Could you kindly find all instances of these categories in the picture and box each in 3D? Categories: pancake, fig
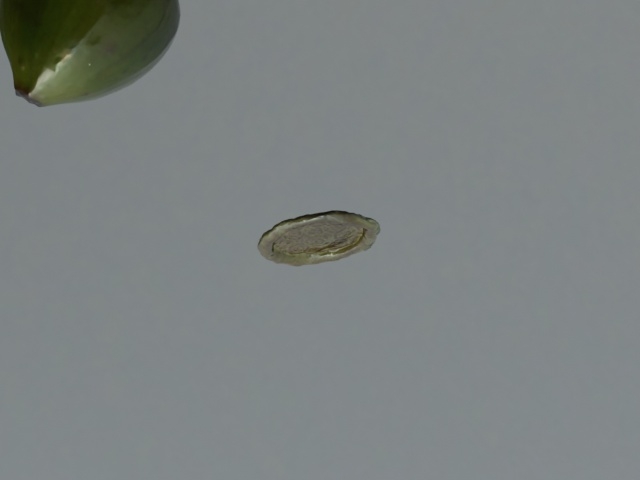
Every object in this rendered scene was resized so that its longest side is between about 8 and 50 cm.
[{"bbox_3d":[0.000,-0.001,1.481,0.115,0.115,0.011,-22,-114,33],"label":"pancake"},{"bbox_3d":[-0.270,-0.242,1.875,0.203,0.203,0.225,6,-123,56],"label":"fig"}]
